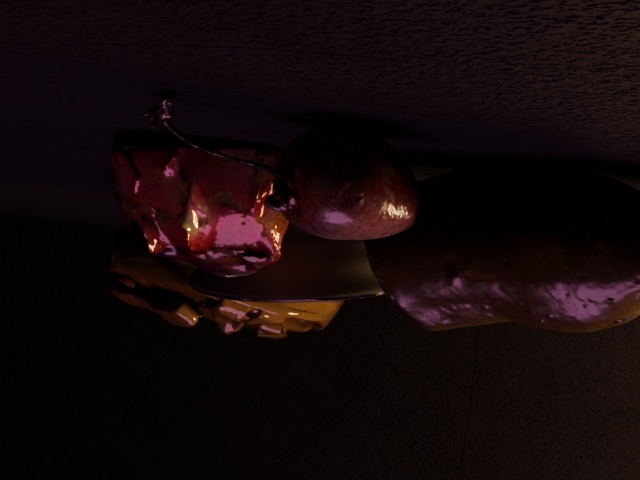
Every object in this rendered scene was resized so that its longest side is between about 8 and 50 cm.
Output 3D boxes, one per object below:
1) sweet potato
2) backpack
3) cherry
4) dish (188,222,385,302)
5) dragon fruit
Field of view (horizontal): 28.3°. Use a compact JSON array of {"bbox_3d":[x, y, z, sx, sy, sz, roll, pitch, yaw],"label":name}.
[{"bbox_3d":[0.176,0.005,1.090,0.369,0.158,0.157,-4,170,42],"label":"sweet potato"},{"bbox_3d":[-0.118,0.035,1.810,0.353,0.201,0.378,11,179,-25],"label":"backpack"},{"bbox_3d":[-0.022,-0.057,0.967,0.225,0.090,0.107,19,-175,-22],"label":"cherry"},{"bbox_3d":[0.000,0.000,1.481,0.316,0.106,0.316,-2,-175,0],"label":"dish"},{"bbox_3d":[-0.143,-0.033,1.281,0.161,0.126,0.274,9,176,-27],"label":"dragon fruit"}]
